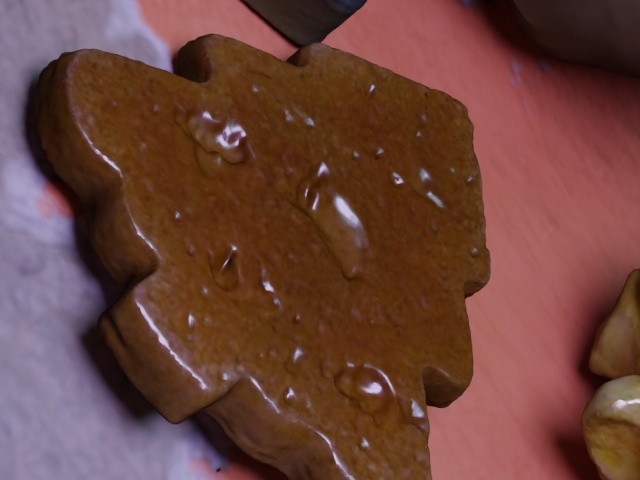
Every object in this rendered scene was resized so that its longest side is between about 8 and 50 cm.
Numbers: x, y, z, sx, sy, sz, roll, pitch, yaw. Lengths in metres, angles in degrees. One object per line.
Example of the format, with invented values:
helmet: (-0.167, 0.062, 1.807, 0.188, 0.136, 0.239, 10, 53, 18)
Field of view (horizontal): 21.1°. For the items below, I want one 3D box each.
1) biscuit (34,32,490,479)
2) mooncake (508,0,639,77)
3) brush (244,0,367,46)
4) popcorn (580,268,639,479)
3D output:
biscuit: (-0.001, 0.001, 0.869, 0.278, 0.043, 0.301, 56, 41, 1)
mooncake: (0.270, -0.308, 0.992, 0.467, 0.262, 0.467, -26, 122, -52)
brush: (-0.038, -0.209, 0.920, 0.197, 0.059, 0.123, 41, 51, -22)
popcorn: (0.274, 0.117, 0.961, 0.252, 0.215, 0.286, -37, 98, -12)
